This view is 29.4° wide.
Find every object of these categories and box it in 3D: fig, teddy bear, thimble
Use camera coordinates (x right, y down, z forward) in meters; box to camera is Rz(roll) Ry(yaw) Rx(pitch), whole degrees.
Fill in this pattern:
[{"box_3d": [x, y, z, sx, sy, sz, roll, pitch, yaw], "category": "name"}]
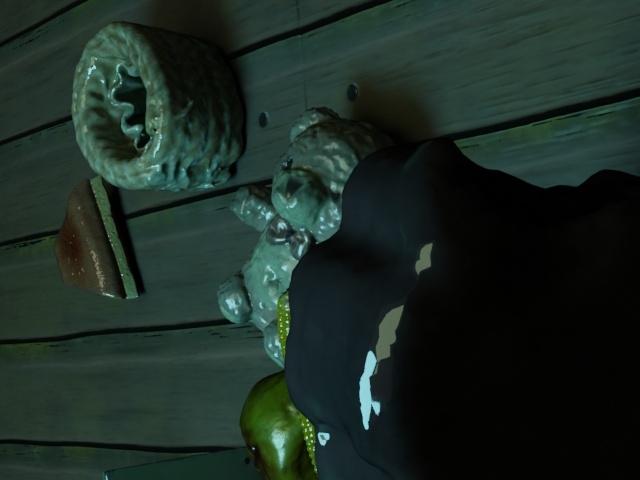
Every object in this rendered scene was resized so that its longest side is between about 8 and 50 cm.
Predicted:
[{"box_3d": [-0.010, 0.203, 1.347, 0.166, 0.144, 0.154, -45, 19, 29], "category": "fig"}, {"box_3d": [0.000, 0.001, 1.311, 0.236, 0.151, 0.267, 38, 123, 30], "category": "teddy bear"}, {"box_3d": [-0.206, -0.168, 1.559, 0.229, 0.148, 0.196, 37, 117, 40], "category": "thimble"}]

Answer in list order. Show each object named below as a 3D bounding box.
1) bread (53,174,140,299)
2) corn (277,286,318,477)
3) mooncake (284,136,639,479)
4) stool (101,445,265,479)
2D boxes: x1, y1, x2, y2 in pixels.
[{"box_3d": [-0.327, 0.013, 1.763, 0.119, 0.067, 0.192, -29, 70, 38], "category": "bread"}, {"box_3d": [0.008, 0.147, 1.235, 0.080, 0.080, 0.231, 3, 115, 50], "category": "corn"}, {"box_3d": [0.156, 0.088, 0.954, 0.212, 0.381, 0.350, 17, 92, 60], "category": "mooncake"}, {"box_3d": [-0.179, 0.356, 1.440, 0.243, 0.270, 0.170, -31, 68, 47], "category": "stool"}]
